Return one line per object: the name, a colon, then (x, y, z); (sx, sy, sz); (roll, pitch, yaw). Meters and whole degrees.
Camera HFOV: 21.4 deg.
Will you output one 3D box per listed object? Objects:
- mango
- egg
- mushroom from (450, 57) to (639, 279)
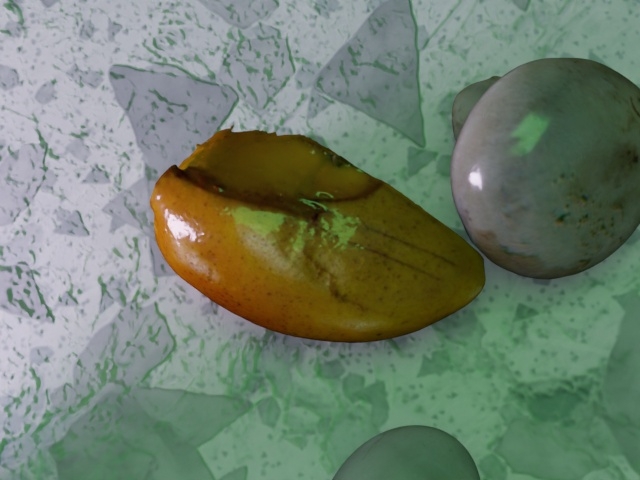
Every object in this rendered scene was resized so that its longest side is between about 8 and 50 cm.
mango: (0.000, 0.000, 1.764); (0.350, 0.201, 0.199); (20, 112, 1)
egg: (0.077, 0.273, 1.679); (0.149, 0.149, 0.192); (34, 87, 13)
mushroom: (0.224, -0.087, 1.769); (0.244, 0.243, 0.243); (-1, 73, 3)
